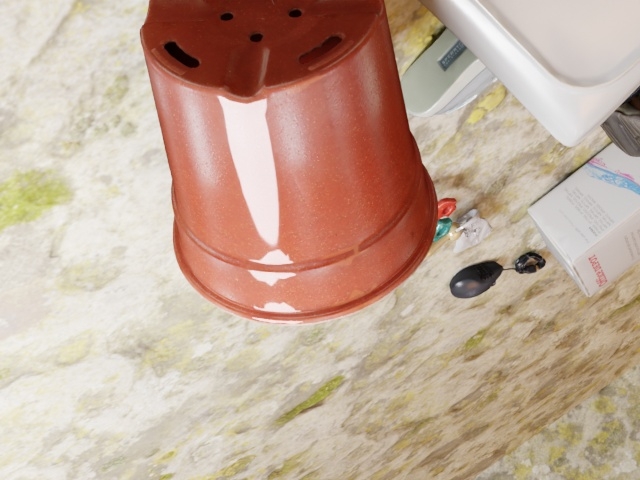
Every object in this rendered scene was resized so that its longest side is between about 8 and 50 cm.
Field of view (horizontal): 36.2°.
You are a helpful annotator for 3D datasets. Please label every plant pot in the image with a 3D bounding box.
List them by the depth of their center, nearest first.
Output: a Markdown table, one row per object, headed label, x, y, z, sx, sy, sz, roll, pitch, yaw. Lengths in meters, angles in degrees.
| label | x | y | z | sx | sy | sz | roll | pitch | yaw |
| --- | --- | --- | --- | --- | --- | --- | --- | --- | --- |
| plant pot | -0.033 | -0.109 | 0.892 | 0.272 | 0.272 | 0.265 | -27 | 142 | -13 |

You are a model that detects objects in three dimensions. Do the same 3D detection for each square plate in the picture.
| label | x | y | z | sx | sy | sz | roll | pitch | yaw |
| --- | --- | --- | --- | --- | --- | --- | --- | --- | --- |
| square plate | 0.250 | -0.301 | 0.881 | 0.344 | 0.049 | 0.347 | 40 | 108 | -19 |

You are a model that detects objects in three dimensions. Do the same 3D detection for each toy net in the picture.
| label | x | y | z | sx | sy | sz | roll | pitch | yaw |
| --- | --- | --- | --- | --- | --- | --- | --- | --- | --- |
| toy net | 0.175 | -0.028 | 1.427 | 0.232 | 0.045 | 0.122 | -5 | 138 | -44 |

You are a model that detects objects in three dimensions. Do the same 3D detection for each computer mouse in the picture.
| label | x | y | z | sx | sy | sz | roll | pitch | yaw |
| --- | --- | --- | --- | --- | --- | --- | --- | --- | --- |
| computer mouse | 0.317 | 0.064 | 1.711 | 0.242 | 0.041 | 0.071 | -11 | 143 | -37 |

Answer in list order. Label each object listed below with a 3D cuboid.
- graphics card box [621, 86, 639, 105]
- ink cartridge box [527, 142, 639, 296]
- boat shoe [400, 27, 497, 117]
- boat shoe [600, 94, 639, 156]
| label | x | y | z | sx | sy | sz | roll | pitch | yaw |
| --- | --- | --- | --- | --- | --- | --- | --- | --- | --- |
| graphics card box | 0.373 | -0.310 | 1.158 | 0.233 | 0.094 | 0.371 | -33 | 152 | -3 |
| ink cartridge box | 0.517 | -0.067 | 1.630 | 0.306 | 0.131 | 0.226 | -37 | 152 | 7 |
| boat shoe | 0.188 | -0.224 | 1.115 | 0.227 | 0.079 | 0.081 | -41 | 160 | 30 |
| boat shoe | 0.469 | -0.162 | 1.303 | 0.116 | 0.324 | 0.123 | -38 | 113 | 6 |
